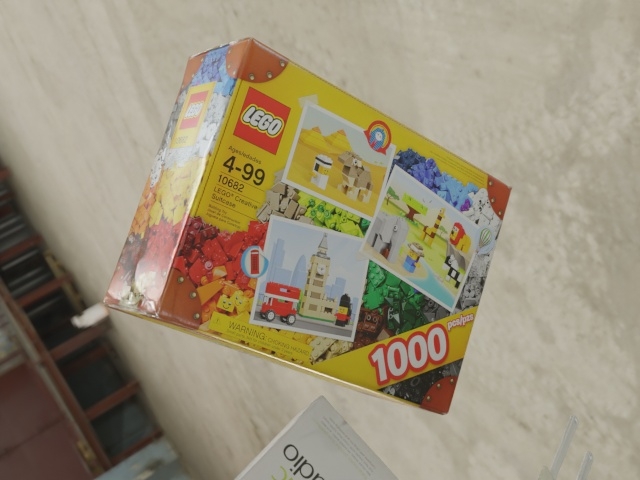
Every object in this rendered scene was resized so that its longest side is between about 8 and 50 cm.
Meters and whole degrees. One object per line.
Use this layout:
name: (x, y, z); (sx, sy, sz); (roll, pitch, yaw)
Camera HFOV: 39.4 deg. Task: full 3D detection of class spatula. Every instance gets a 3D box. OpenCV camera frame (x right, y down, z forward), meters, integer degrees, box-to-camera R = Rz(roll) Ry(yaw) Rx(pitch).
spatula: (0.354, 0.364, 1.250); (0.019, 0.242, 0.168); (-24, 98, 34)

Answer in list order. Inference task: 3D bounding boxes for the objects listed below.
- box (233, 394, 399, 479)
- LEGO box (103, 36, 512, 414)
box: (-0.015, 0.355, 1.031); (0.232, 0.322, 0.058); (47, 131, 4)
LEGO box: (0.000, 0.000, 1.285); (0.500, 0.372, 0.193); (24, 169, -33)
